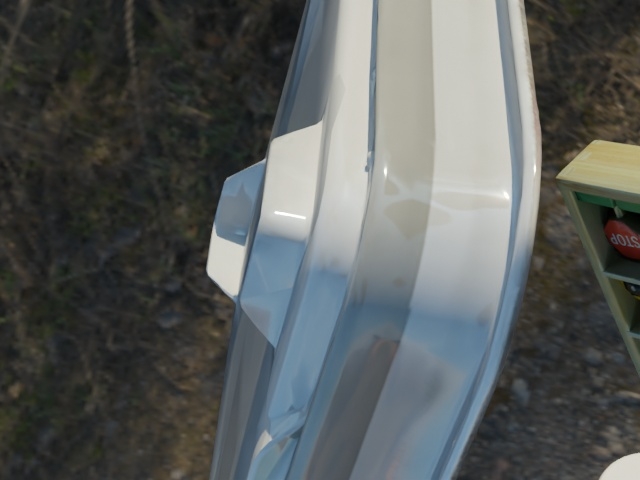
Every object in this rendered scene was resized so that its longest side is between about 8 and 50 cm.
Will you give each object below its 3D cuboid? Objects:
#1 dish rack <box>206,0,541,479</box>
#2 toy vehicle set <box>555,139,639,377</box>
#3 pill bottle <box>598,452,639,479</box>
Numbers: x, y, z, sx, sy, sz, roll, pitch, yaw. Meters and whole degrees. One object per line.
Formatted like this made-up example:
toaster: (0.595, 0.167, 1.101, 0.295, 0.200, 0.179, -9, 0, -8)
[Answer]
dish rack: (0.000, 0.000, 0.539, 0.333, 0.072, 0.285, -87, 12, -52)
toy vehicle set: (0.248, 0.041, 0.702, 0.035, 0.166, 0.267, -43, 32, -23)
pill bottle: (0.113, 0.166, 0.571, 0.094, 0.094, 0.169, 48, 136, 34)
